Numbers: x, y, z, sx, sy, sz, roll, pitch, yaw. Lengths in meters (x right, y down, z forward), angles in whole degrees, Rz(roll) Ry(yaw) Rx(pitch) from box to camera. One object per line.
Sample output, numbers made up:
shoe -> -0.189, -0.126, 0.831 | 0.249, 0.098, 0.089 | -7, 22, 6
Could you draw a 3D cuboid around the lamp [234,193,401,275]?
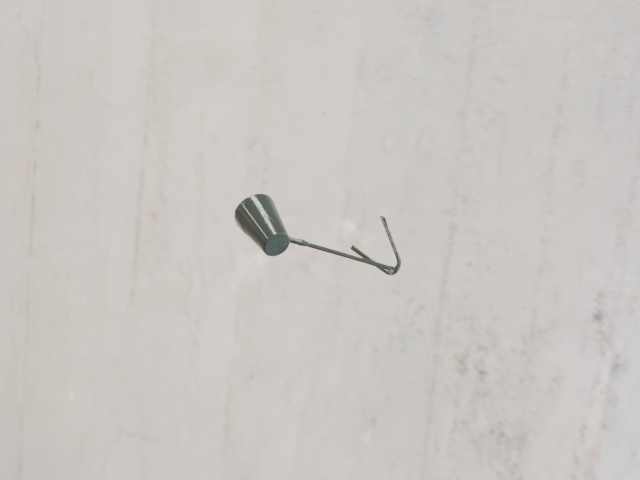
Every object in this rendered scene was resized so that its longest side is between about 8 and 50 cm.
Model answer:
lamp -> -0.001, 0.000, 1.027 | 0.121, 0.054, 0.041 | 8, 123, -36
